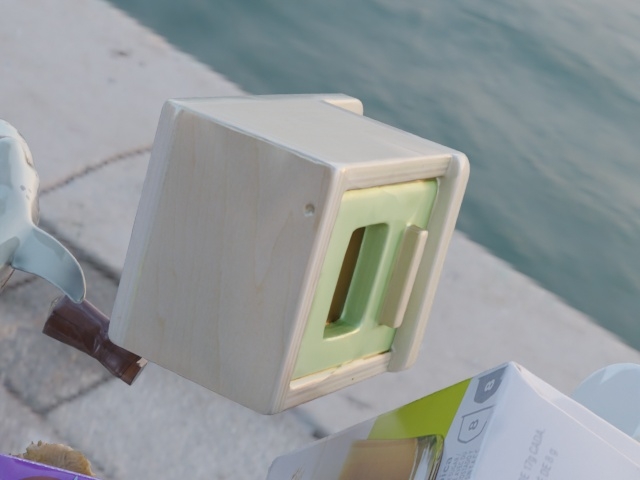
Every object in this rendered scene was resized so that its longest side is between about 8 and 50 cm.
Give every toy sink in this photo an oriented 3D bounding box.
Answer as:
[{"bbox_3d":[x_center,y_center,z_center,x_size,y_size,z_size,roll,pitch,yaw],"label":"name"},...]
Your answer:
[{"bbox_3d":[0.000,0.000,0.959,0.131,0.153,0.234,22,15,25],"label":"toy sink"}]

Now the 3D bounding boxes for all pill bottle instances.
[{"bbox_3d":[0.211,0.141,0.958,0.137,0.078,0.078,48,15,-35],"label":"pill bottle"}]

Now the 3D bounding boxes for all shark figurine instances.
[{"bbox_3d":[-0.274,0.039,1.001,0.278,0.116,0.166,-30,69,-40],"label":"shark figurine"}]

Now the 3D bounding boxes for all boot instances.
[{"bbox_3d":[-0.209,0.073,1.513,0.114,0.106,0.037,34,7,4],"label":"boot"}]

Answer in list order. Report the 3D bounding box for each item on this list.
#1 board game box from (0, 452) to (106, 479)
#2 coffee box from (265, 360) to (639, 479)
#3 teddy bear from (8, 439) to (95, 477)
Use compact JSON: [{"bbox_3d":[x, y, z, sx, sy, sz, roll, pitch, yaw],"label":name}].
[{"bbox_3d":[-0.009,0.216,0.608,0.346,0.056,0.208,13,42,5],"label":"board game box"},{"bbox_3d":[0.103,0.326,0.893,0.338,0.334,0.338,33,63,-14],"label":"coffee box"},{"bbox_3d":[-0.328,0.185,1.054,0.337,0.113,0.245,0,59,-18],"label":"teddy bear"}]
